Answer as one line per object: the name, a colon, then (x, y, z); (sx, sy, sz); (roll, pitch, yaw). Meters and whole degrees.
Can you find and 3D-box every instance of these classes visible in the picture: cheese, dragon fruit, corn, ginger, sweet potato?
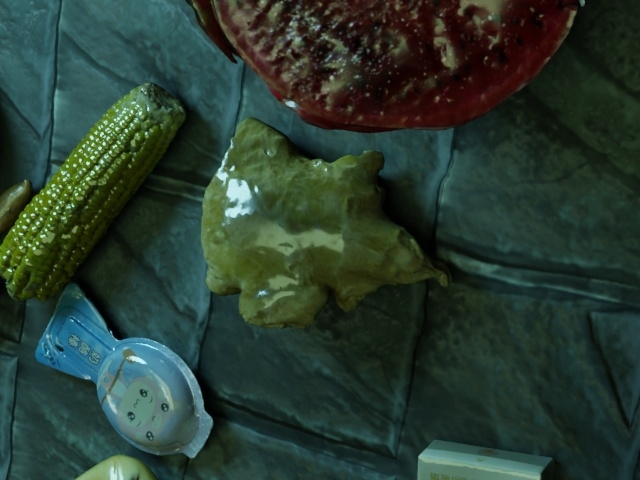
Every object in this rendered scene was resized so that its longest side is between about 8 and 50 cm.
cheese: (-0.226, 0.161, 1.637); (0.244, 0.052, 0.135); (36, 113, 15)
dragon fruit: (0.063, -0.291, 1.302); (0.371, 0.249, 0.386); (21, 97, -9)
corn: (-0.267, -0.049, 1.596); (0.097, 0.097, 0.320); (47, 114, 10)
ginger: (0.000, 0.000, 1.461); (0.270, 0.123, 0.219); (24, 88, 19)
sweet potato: (-0.403, -0.017, 1.690); (0.179, 0.044, 0.044); (-37, 84, 26)

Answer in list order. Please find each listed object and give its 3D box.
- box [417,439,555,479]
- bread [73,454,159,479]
box: (0.172, 0.321, 1.486); (0.141, 0.058, 0.201); (7, 104, 23)
bread: (-0.306, 0.371, 1.688); (0.305, 0.091, 0.142); (-31, 50, 27)
